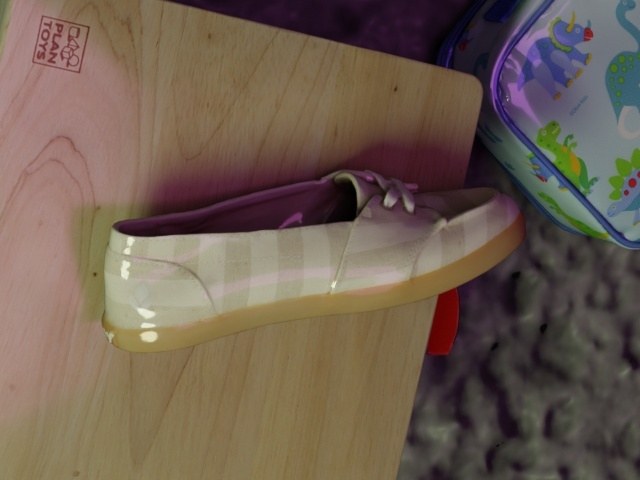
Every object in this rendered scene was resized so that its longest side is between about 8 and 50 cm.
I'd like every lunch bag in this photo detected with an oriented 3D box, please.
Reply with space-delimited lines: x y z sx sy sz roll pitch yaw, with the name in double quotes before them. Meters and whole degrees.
"lunch bag" 0.185 -0.122 1.101 0.176 0.090 0.219 43 81 -26

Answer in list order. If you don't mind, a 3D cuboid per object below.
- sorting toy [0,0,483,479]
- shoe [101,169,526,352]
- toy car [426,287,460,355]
"sorting toy" -0.071 0.013 0.948 0.255 0.089 0.257 11 94 -26
"shoe" 0.000 0.000 0.886 0.219 0.076 0.058 -14 110 -21
"toy car" -0.058 0.019 1.036 0.239 0.053 0.225 -33 111 -17
